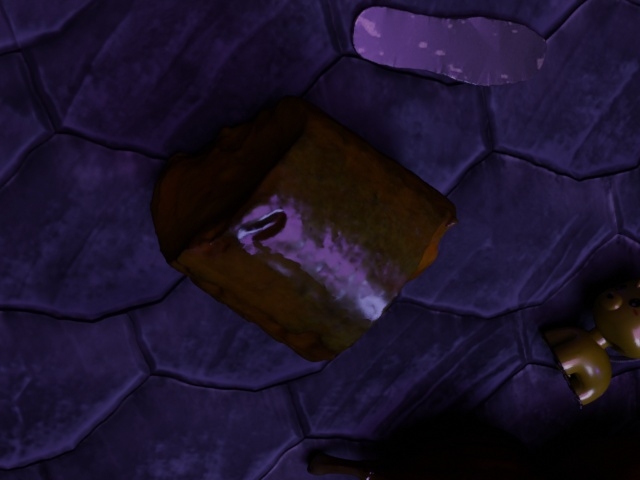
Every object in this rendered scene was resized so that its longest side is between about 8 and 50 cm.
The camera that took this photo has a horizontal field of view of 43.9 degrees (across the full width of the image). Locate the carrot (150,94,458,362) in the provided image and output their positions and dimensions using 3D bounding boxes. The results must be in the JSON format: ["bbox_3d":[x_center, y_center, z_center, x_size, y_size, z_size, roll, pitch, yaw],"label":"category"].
[{"bbox_3d":[0.000,0.000,0.873,0.340,0.241,0.242,33,101,-22],"label":"carrot"}]

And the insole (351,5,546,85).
[{"bbox_3d":[0.154,-0.230,0.938,0.247,0.011,0.081,5,109,-16],"label":"insole"}]

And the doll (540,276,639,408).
[{"bbox_3d":[0.418,0.124,1.081,0.220,0.143,0.135,-33,113,9],"label":"doll"}]

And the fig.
[{"bbox_3d":[0.138,0.347,1.083,0.320,0.217,0.217,9,110,3],"label":"fig"}]

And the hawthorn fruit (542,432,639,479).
[{"bbox_3d":[0.454,0.419,1.116,0.324,0.308,0.308,-24,117,21],"label":"hawthorn fruit"}]
